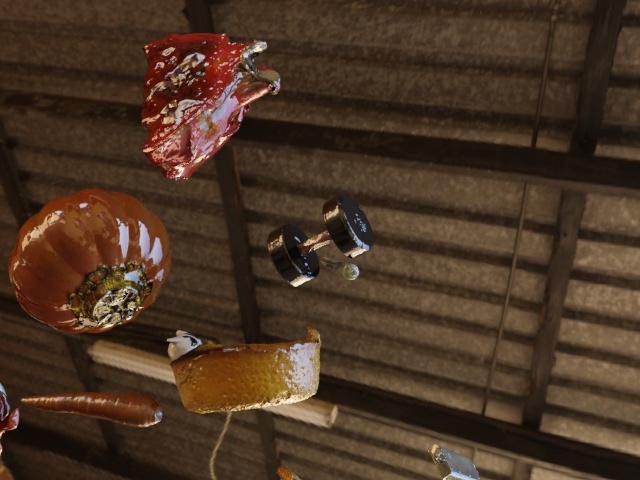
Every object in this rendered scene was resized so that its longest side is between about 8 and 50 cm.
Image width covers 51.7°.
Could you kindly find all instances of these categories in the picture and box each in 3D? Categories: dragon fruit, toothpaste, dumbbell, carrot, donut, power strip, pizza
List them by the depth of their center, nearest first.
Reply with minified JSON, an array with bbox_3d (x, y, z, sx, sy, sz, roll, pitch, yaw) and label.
[{"bbox_3d":[-0.153,-0.204,0.969,0.211,0.262,0.134,-23,-42,16],"label":"dragon fruit"},{"bbox_3d":[-0.341,0.245,0.979,0.216,0.048,0.048,4,-53,6],"label":"carrot"},{"bbox_3d":[-0.114,0.207,1.053,0.253,0.253,0.118,-11,-99,31],"label":"donut"},{"bbox_3d":[0.255,0.431,1.262,0.027,0.060,0.252,-34,-35,12],"label":"power strip"},{"bbox_3d":[0.000,0.000,1.563,0.218,0.152,0.152,-28,-70,22],"label":"dumbbell"},{"bbox_3d":[0.049,0.069,1.622,0.060,0.038,0.233,42,-8,-13],"label":"toothpaste"},{"bbox_3d":[-0.047,0.641,1.633,0.193,0.053,0.201,46,-18,14],"label":"pizza"}]

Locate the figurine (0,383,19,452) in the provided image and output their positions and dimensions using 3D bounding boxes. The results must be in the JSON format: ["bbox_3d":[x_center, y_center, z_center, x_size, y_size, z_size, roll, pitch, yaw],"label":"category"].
[{"bbox_3d":[-0.597,0.262,1.068,0.226,0.183,0.160,36,-14,1],"label":"figurine"}]

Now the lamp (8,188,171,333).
[{"bbox_3d":[-0.322,0.032,0.939,0.196,0.223,0.223,50,-37,37],"label":"lamp"}]

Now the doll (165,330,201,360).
[{"bbox_3d":[-0.375,0.351,1.902,0.106,0.110,0.181,-11,-82,2],"label":"doll"}]
